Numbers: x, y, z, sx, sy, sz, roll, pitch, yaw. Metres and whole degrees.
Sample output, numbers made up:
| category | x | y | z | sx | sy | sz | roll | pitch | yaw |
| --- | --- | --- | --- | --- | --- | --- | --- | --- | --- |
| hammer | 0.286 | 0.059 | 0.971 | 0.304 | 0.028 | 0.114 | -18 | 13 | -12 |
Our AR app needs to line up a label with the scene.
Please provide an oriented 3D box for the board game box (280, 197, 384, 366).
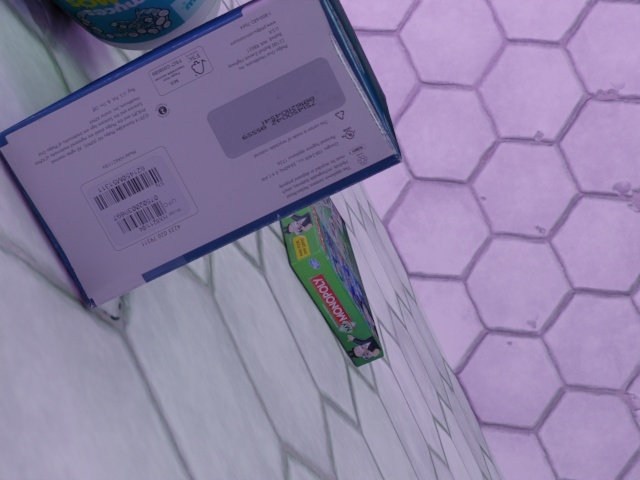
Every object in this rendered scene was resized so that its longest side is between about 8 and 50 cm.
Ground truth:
| category | x | y | z | sx | sy | sz | roll | pitch | yaw |
| --- | --- | --- | --- | --- | --- | --- | --- | --- | --- |
| board game box | 0.000 | 0.000 | 1.555 | 0.213 | 0.046 | 0.317 | 57 | 11 | -36 |

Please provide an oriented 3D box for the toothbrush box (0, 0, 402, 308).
| category | x | y | z | sx | sy | sz | roll | pitch | yaw |
| --- | --- | --- | --- | --- | --- | --- | --- | --- | --- |
| toothbrush box | -0.070 | -0.091 | 0.779 | 0.126 | 0.216 | 0.295 | 63 | 7 | -14 |

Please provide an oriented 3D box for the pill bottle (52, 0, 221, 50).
| category | x | y | z | sx | sy | sz | roll | pitch | yaw |
| --- | --- | --- | --- | --- | --- | --- | --- | --- | --- |
| pill bottle | -0.165 | -0.245 | 0.879 | 0.146 | 0.146 | 0.264 | 67 | 9 | 17 |
